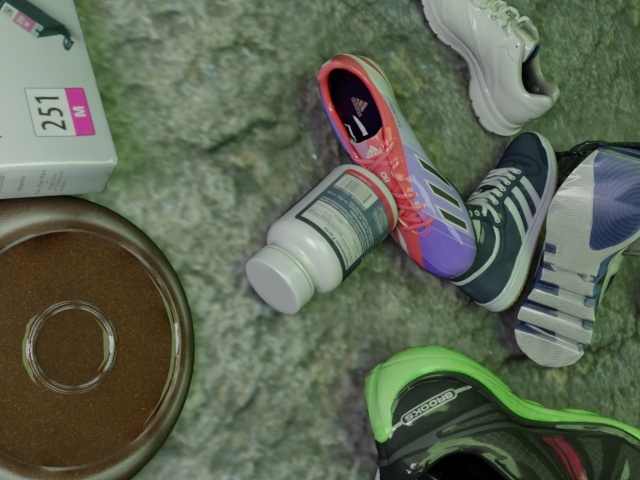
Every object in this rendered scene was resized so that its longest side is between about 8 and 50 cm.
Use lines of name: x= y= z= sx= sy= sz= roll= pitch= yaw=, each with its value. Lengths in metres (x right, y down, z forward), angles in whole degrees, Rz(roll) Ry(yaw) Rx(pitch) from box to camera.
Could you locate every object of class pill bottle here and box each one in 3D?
pill bottle: x=0.000 y=0.000 z=0.884 sx=0.180 sy=0.108 sz=0.108 roll=-43 pitch=104 yaw=-30

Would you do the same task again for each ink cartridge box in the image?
ink cartridge box: x=-0.339 y=-0.167 z=0.687 sx=0.238 sy=0.060 sz=0.275 roll=-7 pitch=66 yaw=-34

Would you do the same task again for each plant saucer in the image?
plant saucer: x=-0.245 y=0.103 z=0.718 sx=0.310 sy=0.050 sz=0.311 roll=8 pitch=77 yaw=-40

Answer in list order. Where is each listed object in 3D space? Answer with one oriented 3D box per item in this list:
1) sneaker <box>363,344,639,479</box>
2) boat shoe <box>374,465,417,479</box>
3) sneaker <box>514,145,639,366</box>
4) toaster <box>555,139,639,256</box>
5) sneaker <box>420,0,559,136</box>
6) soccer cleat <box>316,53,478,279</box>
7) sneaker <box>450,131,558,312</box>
sneaker: x=0.255 y=0.302 z=0.930 sx=0.482 sy=0.185 sz=0.202 roll=23 pitch=50 yaw=-16
boat shoe: x=0.117 y=0.355 z=0.902 sx=0.065 sy=0.083 sz=0.184 roll=1 pitch=80 yaw=-32
sneaker: x=0.374 y=0.009 z=1.069 sx=0.182 sy=0.127 sz=0.316 roll=-34 pitch=145 yaw=-64
toaster: x=0.455 y=-0.065 z=1.138 sx=0.129 sy=0.226 sz=0.147 roll=-43 pitch=121 yaw=-31
sneaker: x=0.254 y=-0.304 z=1.092 sx=0.111 sy=0.129 sz=0.297 roll=-37 pitch=100 yaw=-30
soccer cleat: x=0.089 y=-0.087 z=0.929 sx=0.318 sy=0.108 sz=0.116 roll=62 pitch=21 yaw=1
sneaker: x=0.237 y=-0.056 z=1.050 sx=0.153 sy=0.099 sz=0.282 roll=28 pitch=70 yaw=-27
